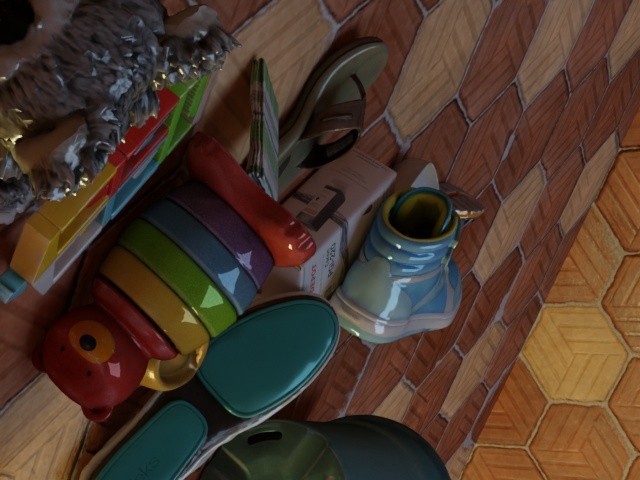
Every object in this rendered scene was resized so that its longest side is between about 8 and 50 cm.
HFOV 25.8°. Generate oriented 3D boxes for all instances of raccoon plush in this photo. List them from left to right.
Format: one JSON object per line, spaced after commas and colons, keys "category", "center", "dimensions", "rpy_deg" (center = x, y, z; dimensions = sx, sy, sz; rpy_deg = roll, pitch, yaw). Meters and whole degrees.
{"category": "raccoon plush", "center": [-0.184, -0.097, 0.989], "dimensions": [0.216, 0.299, 0.446], "rpy_deg": [-57, 160, -8]}

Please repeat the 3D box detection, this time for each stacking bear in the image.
{"category": "stacking bear", "center": [-0.168, 0.056, 1.460], "dimensions": [0.289, 0.175, 0.164], "rpy_deg": [-45, 175, -12]}

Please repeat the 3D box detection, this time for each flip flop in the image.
{"category": "flip flop", "center": [0.002, -0.129, 1.692], "dimensions": [0.277, 0.080, 0.112], "rpy_deg": [-52, 159, -19]}

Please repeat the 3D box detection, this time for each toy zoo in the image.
{"category": "toy zoo", "center": [-0.201, -0.053, 1.305], "dimensions": [0.293, 0.030, 0.192], "rpy_deg": [-51, 180, -21]}

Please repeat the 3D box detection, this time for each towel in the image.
{"category": "towel", "center": [-0.064, -0.110, 1.545], "dimensions": [0.113, 0.023, 0.152], "rpy_deg": [76, 12, -64]}

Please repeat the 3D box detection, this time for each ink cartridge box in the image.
{"category": "ink cartridge box", "center": [0.000, 0.000, 1.854], "dimensions": [0.218, 0.092, 0.158], "rpy_deg": [-43, 155, -32]}

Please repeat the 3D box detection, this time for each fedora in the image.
{"category": "fedora", "center": [-0.184, 0.119, 1.610], "dimensions": [0.194, 0.079, 0.194], "rpy_deg": [-48, 158, -27]}

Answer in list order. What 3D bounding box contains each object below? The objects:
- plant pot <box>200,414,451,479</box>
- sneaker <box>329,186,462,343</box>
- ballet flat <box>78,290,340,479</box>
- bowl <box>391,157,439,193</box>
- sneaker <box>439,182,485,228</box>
{"category": "plant pot", "center": [-0.003, 0.418, 2.134], "dimensions": [0.341, 0.341, 0.334], "rpy_deg": [-59, 152, 1]}
{"category": "sneaker", "center": [0.148, 0.016, 1.914], "dimensions": [0.319, 0.127, 0.208], "rpy_deg": [-21, 140, -63]}
{"category": "ballet flat", "center": [-0.149, 0.202, 1.738], "dimensions": [0.400, 0.139, 0.139], "rpy_deg": [-42, 155, -19]}
{"category": "bowl", "center": [0.117, -0.054, 2.105], "dimensions": [0.142, 0.053, 0.142], "rpy_deg": [-56, 159, -11]}
{"category": "sneaker", "center": [0.189, -0.032, 2.275], "dimensions": [0.215, 0.084, 0.083], "rpy_deg": [-18, 138, -47]}
